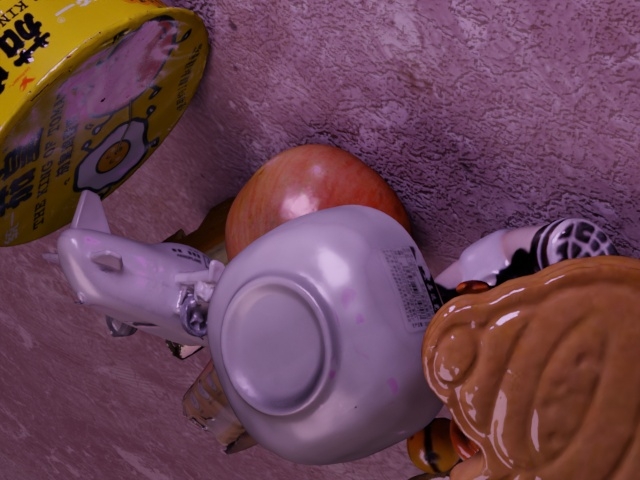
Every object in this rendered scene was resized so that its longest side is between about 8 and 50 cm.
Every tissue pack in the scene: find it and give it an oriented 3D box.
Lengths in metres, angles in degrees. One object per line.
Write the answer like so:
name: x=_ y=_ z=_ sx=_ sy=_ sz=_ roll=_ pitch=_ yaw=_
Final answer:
tissue pack: x=-0.037 y=0.140 z=1.874 sx=0.123 sy=0.215 sz=0.257 roll=50 pitch=154 yaw=2

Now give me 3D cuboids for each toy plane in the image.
toy plane: x=-0.189 y=0.045 z=1.760 sx=0.252 sy=0.118 sz=0.252 roll=15 pitch=163 yaw=5

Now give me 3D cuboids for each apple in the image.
apple: x=0.000 y=0.000 z=1.677 sx=0.209 sy=0.164 sz=0.209 roll=24 pitch=151 yaw=15

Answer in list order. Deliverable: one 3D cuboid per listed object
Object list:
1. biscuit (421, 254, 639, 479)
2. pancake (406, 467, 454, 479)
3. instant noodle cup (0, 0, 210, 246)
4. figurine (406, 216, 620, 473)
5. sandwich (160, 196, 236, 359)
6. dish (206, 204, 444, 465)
biscuit: x=0.260 y=0.162 z=1.420 sx=0.351 sy=0.057 sz=0.312 roll=6 pitch=106 yaw=-1
pancake: x=0.198 y=0.398 z=2.046 sx=0.250 sy=0.031 sz=0.250 roll=12 pitch=116 yaw=27
instant noodle cup: x=-0.317 y=-0.191 z=1.664 sx=0.254 sy=0.325 sz=0.325 roll=44 pitch=155 yaw=16
figurine: x=0.237 y=0.146 z=1.554 sx=0.320 sy=0.196 sz=0.323 roll=-29 pitch=101 yaw=24
sandwich: x=-0.099 y=0.028 z=1.892 sx=0.235 sy=0.128 sz=0.122 roll=-30 pitch=110 yaw=26
dish: x=-0.009 y=0.094 z=1.497 sx=0.256 sy=0.117 sz=0.256 roll=3 pitch=95 yaw=36
